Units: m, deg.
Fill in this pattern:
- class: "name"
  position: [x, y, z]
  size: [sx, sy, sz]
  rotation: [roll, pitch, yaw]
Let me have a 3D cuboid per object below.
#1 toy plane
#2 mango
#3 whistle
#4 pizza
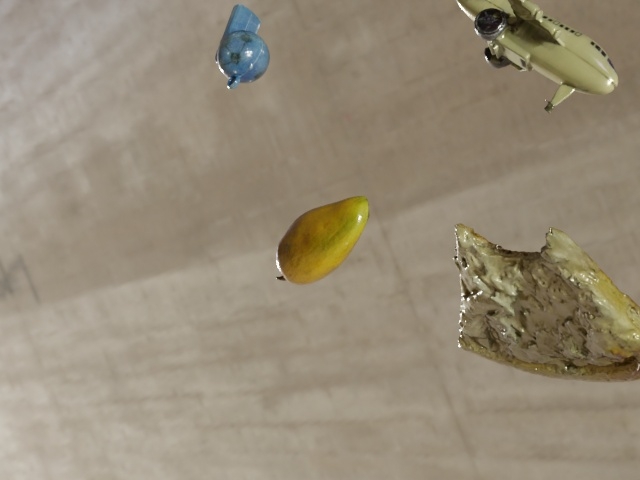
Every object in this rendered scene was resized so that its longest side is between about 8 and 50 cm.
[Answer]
- class: "toy plane"
  position: [0.257, -0.252, 1.645]
  size: [0.104, 0.256, 0.242]
  rotation: [-38, 153, -3]
- class: "mango"
  position: [0.000, 0.000, 1.902]
  size: [0.187, 0.101, 0.066]
  rotation: [-36, 142, 30]
- class: "whistle"
  position: [-0.115, -0.300, 2.066]
  size: [0.090, 0.090, 0.158]
  rotation: [-17, -131, 53]
- class: "pizza"
  position: [0.175, 0.055, 1.007]
  size: [0.181, 0.034, 0.262]
  rotation: [12, 157, 21]
